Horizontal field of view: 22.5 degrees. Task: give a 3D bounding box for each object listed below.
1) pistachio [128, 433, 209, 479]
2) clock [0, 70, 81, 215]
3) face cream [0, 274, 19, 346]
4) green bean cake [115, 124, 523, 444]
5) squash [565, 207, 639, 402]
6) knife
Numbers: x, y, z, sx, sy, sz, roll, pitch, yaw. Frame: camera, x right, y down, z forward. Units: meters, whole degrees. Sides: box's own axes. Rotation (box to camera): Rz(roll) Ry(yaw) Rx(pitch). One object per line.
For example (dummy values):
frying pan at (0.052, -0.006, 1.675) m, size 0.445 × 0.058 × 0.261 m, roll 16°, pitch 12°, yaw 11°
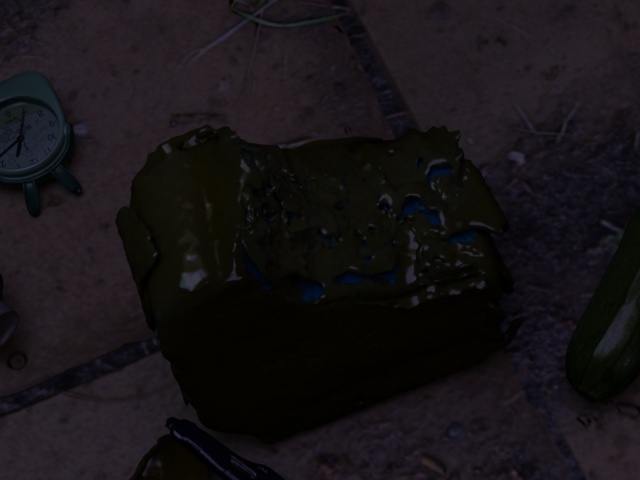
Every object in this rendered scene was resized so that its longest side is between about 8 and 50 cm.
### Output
pistachio at (-0.147, 0.245, 1.346) m, size 0.090 × 0.049 × 0.173 m, roll 20°, pitch 54°, yaw -11°
clock at (-0.283, -0.091, 1.532) m, size 0.101 × 0.041 × 0.135 m, roll -27°, pitch 65°, yaw -9°
face cream at (-0.420, -0.004, 1.467) m, size 0.349 × 0.105 × 0.105 m, roll 31°, pitch 70°, yaw 18°
green bean cake at (0.000, 0.000, 1.327) m, size 0.310 × 0.285 × 0.202 m, roll -16°, pitch 59°, yaw -4°
squash at (0.277, 0.043, 1.393) m, size 0.068 × 0.077 × 0.219 m, roll 27°, pitch 67°, yaw 8°
knife at (-0.081, 0.186, 1.369) m, size 0.121 × 0.018 × 0.031 m, roll 36°, pitch 61°, yaw 2°
